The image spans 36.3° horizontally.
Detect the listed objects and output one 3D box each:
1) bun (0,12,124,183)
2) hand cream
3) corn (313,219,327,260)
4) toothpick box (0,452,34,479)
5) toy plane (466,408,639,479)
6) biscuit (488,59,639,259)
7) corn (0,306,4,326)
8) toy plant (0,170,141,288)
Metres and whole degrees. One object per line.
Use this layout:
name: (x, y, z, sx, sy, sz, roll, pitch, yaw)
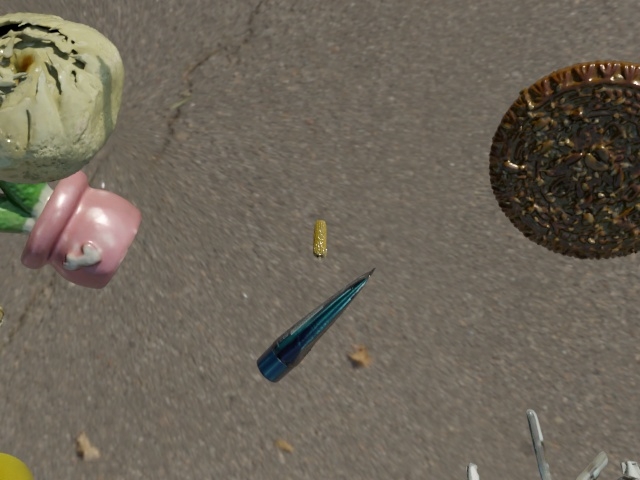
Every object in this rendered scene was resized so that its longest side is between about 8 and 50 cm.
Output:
bun: (-0.400, -0.206, 1.307, 0.259, 0.152, 0.259, -1, 68, 4)
hand cream: (-0.003, 0.145, 1.757, 0.061, 0.120, 0.270, 45, 97, 3)
corn: (0.000, 0.000, 1.904, 0.028, 0.027, 0.083, -2, 66, 9)
toothpick box: (-0.555, 0.475, 1.599, 0.175, 0.271, 0.175, -3, 115, -7)
toy plane: (0.201, 0.197, 0.749, 0.107, 0.182, 0.273, -20, 137, 28)
biscuit: (0.377, -0.099, 1.320, 0.305, 0.038, 0.305, 5, 123, 8)
corn: (-0.437, 0.111, 1.085, 0.087, 0.211, 0.087, 6, 110, 15)
toy plant: (-0.518, -0.074, 1.854, 0.356, 0.211, 0.317, 31, 115, -9)
